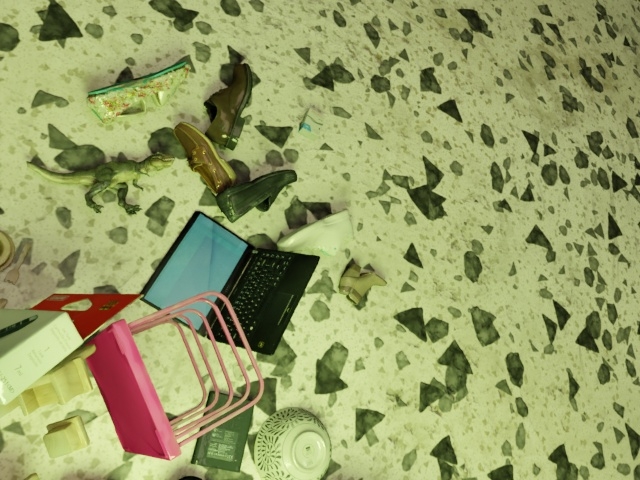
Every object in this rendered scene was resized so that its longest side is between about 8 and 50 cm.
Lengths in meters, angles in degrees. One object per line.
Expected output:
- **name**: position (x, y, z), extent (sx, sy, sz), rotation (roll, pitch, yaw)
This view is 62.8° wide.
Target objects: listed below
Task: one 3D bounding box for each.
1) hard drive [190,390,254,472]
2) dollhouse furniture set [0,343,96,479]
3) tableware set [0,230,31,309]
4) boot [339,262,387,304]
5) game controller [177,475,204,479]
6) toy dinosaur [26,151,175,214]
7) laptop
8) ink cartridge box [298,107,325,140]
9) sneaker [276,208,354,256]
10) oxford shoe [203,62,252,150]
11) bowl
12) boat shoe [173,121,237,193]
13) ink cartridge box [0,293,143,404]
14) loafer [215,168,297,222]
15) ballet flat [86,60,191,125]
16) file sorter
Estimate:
- **hard drive**: position (-0.185, 0.368, 1.012), extent (0.094, 0.022, 0.135), rotation (21, 64, -21)
- **dollhouse furniture set**: position (-0.426, 0.372, 0.792), extent (0.304, 0.174, 0.355), rotation (-18, 95, 4)
- **tableware set**: position (-0.590, 0.062, 0.886), extent (0.128, 0.039, 0.194), rotation (21, 64, -21)
- **boot**: position (0.098, 0.112, 1.251), extent (0.119, 0.042, 0.086), rotation (29, 68, -16)
- **game controller**: position (-0.259, 0.564, 0.866), extent (0.166, 0.067, 0.319), rotation (45, 56, -23)
- **toy dinosaur**: position (-0.417, -0.111, 1.033), extent (0.268, 0.064, 0.118), rotation (-10, 72, -29)
- **laptop**: position (-0.177, 0.074, 1.051), extent (0.234, 0.265, 0.136), rotation (-64, 143, -29)
- **ink cartridge box**: position (-0.019, -0.302, 1.333), extent (0.048, 0.028, 0.083), rotation (26, 62, -19)
- **sneaker**: position (0.000, 0.000, 1.217), extent (0.212, 0.080, 0.094), rotation (-24, 97, -34)
- **oxford shoe**: position (-0.213, -0.324, 1.205), extent (0.096, 0.083, 0.227), rotation (18, 64, -18)
- **bowl**: position (-0.039, 0.418, 1.042), extent (0.170, 0.080, 0.170), rotation (9, 68, -25)
- **boat shoe**: position (-0.258, -0.178, 1.138), extent (0.178, 0.064, 0.060), rotation (50, 55, -8)
- **ink cartridge box**: position (-0.442, 0.127, 0.782), extent (0.239, 0.275, 0.060), rotation (-47, 124, -46)
- **loafer**: position (-0.133, -0.102, 1.173), extent (0.223, 0.076, 0.078), rotation (-29, 100, -42)
- **ballet flat**: position (-0.379, -0.313, 1.122), extent (0.241, 0.091, 0.077), rotation (-32, 120, -29)
- **file sorter**: position (-0.248, 0.217, 0.872), extent (0.182, 0.291, 0.202), rotation (-21, 86, -36)
